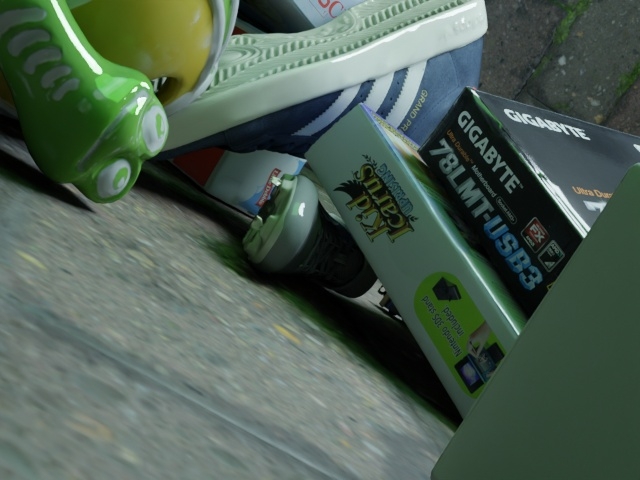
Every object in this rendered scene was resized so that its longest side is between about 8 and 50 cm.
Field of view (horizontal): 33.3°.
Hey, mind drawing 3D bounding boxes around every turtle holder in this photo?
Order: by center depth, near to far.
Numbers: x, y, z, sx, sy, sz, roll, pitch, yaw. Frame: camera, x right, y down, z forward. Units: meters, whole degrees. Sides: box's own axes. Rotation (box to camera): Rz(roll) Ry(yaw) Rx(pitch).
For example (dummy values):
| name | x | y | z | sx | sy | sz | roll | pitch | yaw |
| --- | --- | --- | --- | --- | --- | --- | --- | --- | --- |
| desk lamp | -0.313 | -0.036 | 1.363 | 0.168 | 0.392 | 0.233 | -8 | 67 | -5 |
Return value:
| name | x | y | z | sx | sy | sz | roll | pitch | yaw |
| --- | --- | --- | --- | --- | --- | --- | --- | --- | --- |
| turtle holder | -0.144 | -0.179 | 0.662 | 0.320 | 0.243 | 0.227 | 31 | -24 | 46 |

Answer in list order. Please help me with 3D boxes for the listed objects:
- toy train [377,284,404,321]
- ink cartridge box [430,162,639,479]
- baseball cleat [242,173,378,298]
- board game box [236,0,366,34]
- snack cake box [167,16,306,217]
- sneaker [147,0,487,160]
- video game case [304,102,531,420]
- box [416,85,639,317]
| name | x | y | z | sx | sy | sz | roll | pitch | yaw |
| --- | --- | --- | --- | --- | --- | --- | --- | --- | --- |
| toy train | 0.117 | 0.086 | 0.940 | 0.158 | 0.027 | 0.036 | 33 | 16 | -6 |
| ink cartridge box | 0.266 | 0.158 | 0.364 | 0.384 | 0.160 | 0.279 | 31 | 5 | -18 |
| baseball cleat | 0.000 | 0.000 | 0.768 | 0.109 | 0.072 | 0.206 | 32 | 6 | -5 |
| board game box | -0.098 | -0.290 | 0.979 | 0.318 | 0.066 | 0.318 | 37 | -4 | 47 |
| snack cake box | -0.109 | -0.147 | 1.056 | 0.089 | 0.152 | 0.264 | 28 | 7 | -45 |
| sneaker | 0.004 | -0.093 | 0.848 | 0.350 | 0.148 | 0.131 | -22 | 31 | -31 |
| video game case | 0.129 | 0.047 | 0.776 | 0.269 | 0.061 | 0.244 | 28 | 27 | -51 |
| box | 0.247 | 0.034 | 0.746 | 0.295 | 0.073 | 0.293 | 9 | 42 | -42 |
